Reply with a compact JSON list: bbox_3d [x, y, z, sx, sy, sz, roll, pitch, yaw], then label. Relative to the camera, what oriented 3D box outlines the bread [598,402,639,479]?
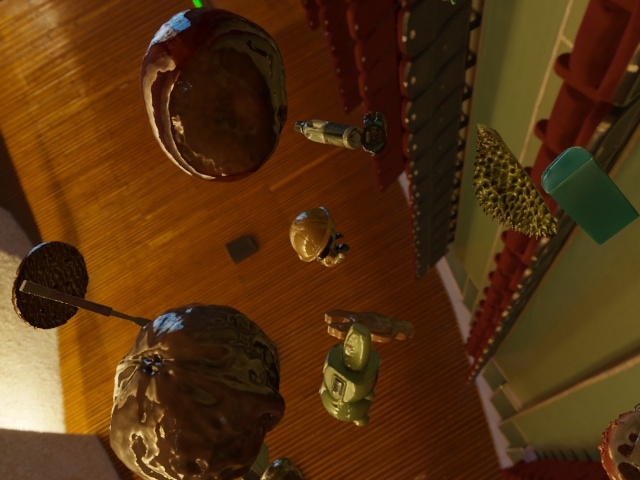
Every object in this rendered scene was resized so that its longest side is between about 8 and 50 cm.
[{"bbox_3d":[0.731,0.473,1.142,0.142,0.211,0.225,53,-162,-59],"label":"bread"}]

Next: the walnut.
[{"bbox_3d":[-0.169,0.223,0.767,0.273,0.226,0.273,-24,-90,-82],"label":"walnut"}]

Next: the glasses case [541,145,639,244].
[{"bbox_3d":[0.616,-0.099,1.205,0.301,0.117,0.070,28,-153,-39],"label":"glasses case"}]

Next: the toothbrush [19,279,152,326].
[{"bbox_3d":[-0.302,0.090,0.705,0.017,0.014,0.194,11,166,41],"label":"toothbrush"}]

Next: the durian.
[{"bbox_3d":[0.496,-0.125,1.310,0.157,0.170,0.355,-4,141,45],"label":"durian"}]

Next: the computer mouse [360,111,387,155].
[{"bbox_3d":[0.161,-0.316,1.562,0.047,0.079,0.135,15,-107,-76],"label":"computer mouse"}]

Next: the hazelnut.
[{"bbox_3d":[-0.248,-0.349,1.277,0.359,0.358,0.410,-123,25,-43],"label":"hazelnut"}]

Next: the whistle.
[{"bbox_3d":[0.051,0.221,0.871,0.105,0.085,0.228,30,132,26],"label":"whistle"}]

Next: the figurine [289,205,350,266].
[{"bbox_3d":[-0.004,0.002,1.763,0.257,0.167,0.192,55,-171,-49],"label":"figurine"}]

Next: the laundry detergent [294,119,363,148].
[{"bbox_3d":[0.016,-0.338,1.634,0.225,0.099,0.070,19,115,30],"label":"laundry detergent"}]

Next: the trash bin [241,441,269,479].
[{"bbox_3d":[-0.190,0.630,1.502,0.130,0.059,0.116,-101,-14,-62],"label":"trash bin"}]

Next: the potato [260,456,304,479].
[{"bbox_3d":[-0.072,0.509,1.062,0.085,0.105,0.188,29,138,37],"label":"potato"}]

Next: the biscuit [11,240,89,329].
[{"bbox_3d":[-0.562,0.094,1.097,0.188,0.027,0.188,7,-90,-71],"label":"biscuit"}]

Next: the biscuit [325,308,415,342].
[{"bbox_3d":[0.132,0.225,1.386,0.144,0.236,0.040,-100,14,-67],"label":"biscuit"}]

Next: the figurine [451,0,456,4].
[{"bbox_3d":[0.280,-0.634,1.141,0.124,0.324,0.222,63,180,32],"label":"figurine"}]
